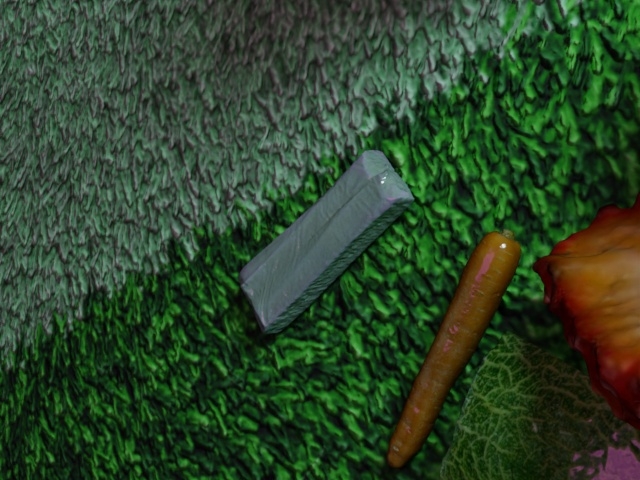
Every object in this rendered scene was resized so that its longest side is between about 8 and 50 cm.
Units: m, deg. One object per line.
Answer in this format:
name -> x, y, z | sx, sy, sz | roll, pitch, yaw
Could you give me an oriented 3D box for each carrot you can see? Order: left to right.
carrot -> 0.117, 0.101, 0.943 | 0.043, 0.043, 0.248 | 35, 108, 39

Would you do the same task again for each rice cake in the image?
rice cake -> 0.001, 0.000, 1.058 | 0.222, 0.042, 0.080 | -45, 52, 27

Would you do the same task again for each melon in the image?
melon -> 0.241, 0.212, 0.762 | 0.323, 0.124, 0.196 | 25, 106, 42

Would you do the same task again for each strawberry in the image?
strawberry -> 0.295, 0.068, 0.711 | 0.336, 0.265, 0.149 | 26, 145, 61
